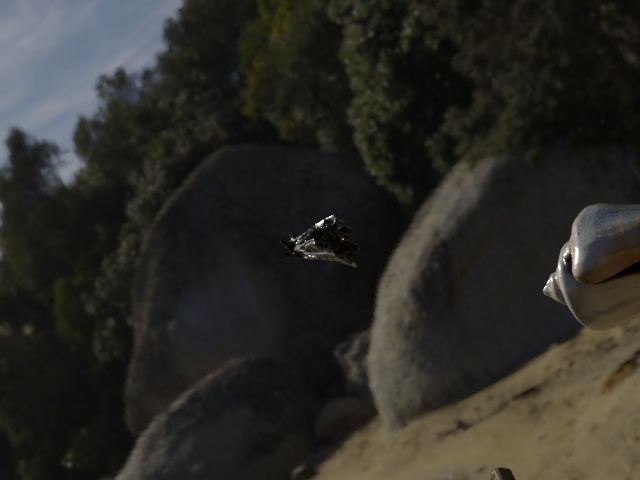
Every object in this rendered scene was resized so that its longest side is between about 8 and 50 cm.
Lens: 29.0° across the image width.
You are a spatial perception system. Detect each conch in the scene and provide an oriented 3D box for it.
[{"bbox_3d":[0.246,0.015,0.927,0.176,0.104,0.094,-7,45,40],"label":"conch"}]

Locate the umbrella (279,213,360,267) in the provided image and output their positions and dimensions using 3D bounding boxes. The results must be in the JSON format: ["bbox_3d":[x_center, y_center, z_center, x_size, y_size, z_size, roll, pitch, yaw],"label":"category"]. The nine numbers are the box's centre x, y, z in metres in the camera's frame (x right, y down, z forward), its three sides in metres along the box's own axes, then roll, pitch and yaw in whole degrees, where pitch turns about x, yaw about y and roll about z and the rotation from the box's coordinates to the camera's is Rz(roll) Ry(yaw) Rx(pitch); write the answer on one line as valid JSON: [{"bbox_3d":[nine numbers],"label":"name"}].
[{"bbox_3d":[-0.001,0.002,0.654,0.083,0.031,0.020,-16,46,64],"label":"umbrella"}]

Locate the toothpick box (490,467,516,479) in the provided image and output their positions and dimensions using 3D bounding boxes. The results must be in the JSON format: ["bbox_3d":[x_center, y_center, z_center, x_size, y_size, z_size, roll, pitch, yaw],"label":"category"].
[{"bbox_3d":[0.041,0.331,1.166,0.308,0.187,0.190,2,17,-2],"label":"toothpick box"}]
